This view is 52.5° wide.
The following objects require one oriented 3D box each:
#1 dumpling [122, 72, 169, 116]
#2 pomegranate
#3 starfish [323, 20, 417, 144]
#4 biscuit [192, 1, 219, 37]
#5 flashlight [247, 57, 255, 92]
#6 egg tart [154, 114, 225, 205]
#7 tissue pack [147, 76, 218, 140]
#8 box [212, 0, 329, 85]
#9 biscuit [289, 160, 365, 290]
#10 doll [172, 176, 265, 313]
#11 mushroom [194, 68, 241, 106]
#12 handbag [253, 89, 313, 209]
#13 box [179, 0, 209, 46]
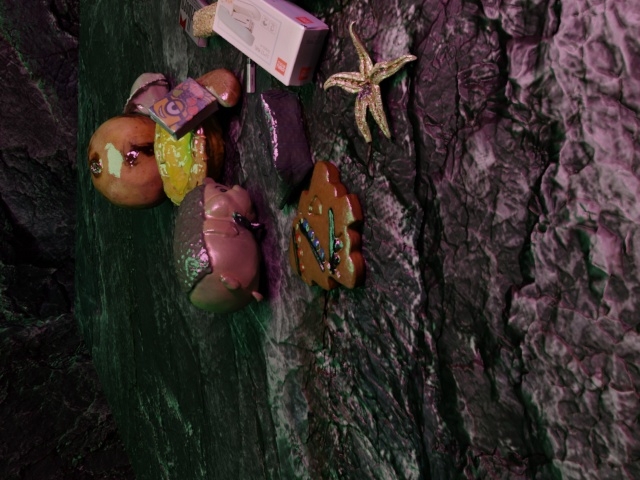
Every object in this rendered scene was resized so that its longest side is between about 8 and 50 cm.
[{"bbox_3d":[-0.593,-0.473,2.177,0.142,0.172,0.247,55,151,-3],"label":"dumpling"},{"bbox_3d":[-0.617,-0.258,2.143,0.322,0.322,0.323,13,106,58],"label":"pomegranate"},{"bbox_3d":[0.090,-0.284,1.165,0.216,0.050,0.224,-9,98,53],"label":"starfish"},{"bbox_3d":[-0.284,-0.584,1.730,0.168,0.070,0.082,11,111,56],"label":"biscuit"},{"bbox_3d":[-0.173,-0.411,1.616,0.018,0.018,0.083,20,111,56],"label":"flashlight"},{"bbox_3d":[-0.363,-0.256,1.847,0.345,0.132,0.346,11,103,57],"label":"egg tart"},{"bbox_3d":[-0.353,-0.339,1.671,0.108,0.148,0.060,41,160,15],"label":"tissue pack"},{"bbox_3d":[-0.109,-0.450,1.373,0.269,0.079,0.135,42,130,25],"label":"box"},{"bbox_3d":[-0.001,0.000,1.364,0.301,0.043,0.278,-47,55,51],"label":"biscuit"},{"bbox_3d":[-0.252,0.004,1.630,0.247,0.247,0.350,-58,41,45],"label":"doll"},{"bbox_3d":[-0.275,-0.412,1.722,0.209,0.094,0.072,34,160,50],"label":"mushroom"},{"bbox_3d":[-0.099,-0.218,1.473,0.175,0.088,0.271,142,119,-64],"label":"handbag"},{"bbox_3d":[-0.362,-0.650,1.883,0.177,0.035,0.115,53,137,41],"label":"box"}]
